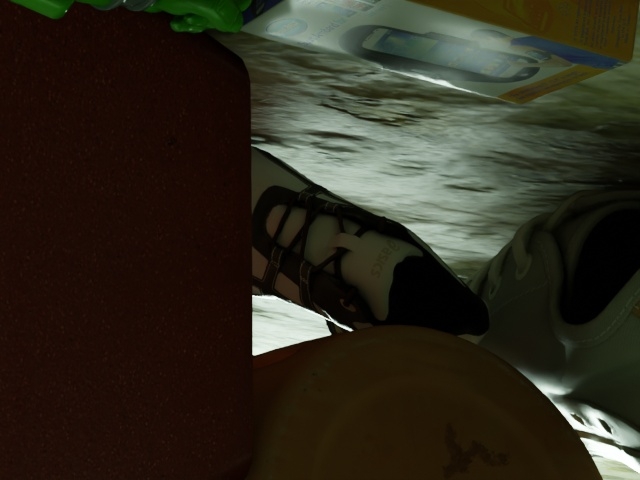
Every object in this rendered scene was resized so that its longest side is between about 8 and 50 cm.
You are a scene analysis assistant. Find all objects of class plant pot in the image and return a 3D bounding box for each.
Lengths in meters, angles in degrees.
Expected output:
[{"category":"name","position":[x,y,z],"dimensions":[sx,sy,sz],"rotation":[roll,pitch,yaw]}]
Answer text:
[{"category":"plant pot","position":[-0.172,0.010,0.743],"dimensions":[0.235,0.267,0.267],"rotation":[1,176,-41]},{"category":"plant pot","position":[0.004,0.168,0.869],"dimensions":[0.291,0.291,0.203],"rotation":[14,149,-28]}]

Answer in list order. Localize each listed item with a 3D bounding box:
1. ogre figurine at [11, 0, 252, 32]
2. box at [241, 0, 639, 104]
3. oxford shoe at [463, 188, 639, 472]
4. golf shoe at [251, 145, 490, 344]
[{"category":"ogre figurine","position":[-0.047,-0.101,0.447],"dimensions":[0.118,0.097,0.197],"rotation":[0,-176,-21]},{"category":"box","position":[0.034,-0.082,0.657],"dimensions":[0.136,0.028,0.081],"rotation":[10,169,-21]},{"category":"oxford shoe","position":[0.141,0.038,0.970],"dimensions":[0.169,0.130,0.449],"rotation":[-35,-173,-13]},{"category":"golf shoe","position":[0.000,0.000,0.917],"dimensions":[0.198,0.077,0.094],"rotation":[28,161,-19]}]
